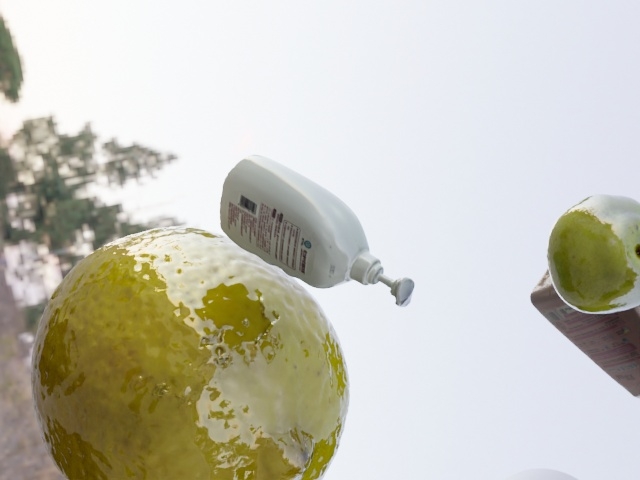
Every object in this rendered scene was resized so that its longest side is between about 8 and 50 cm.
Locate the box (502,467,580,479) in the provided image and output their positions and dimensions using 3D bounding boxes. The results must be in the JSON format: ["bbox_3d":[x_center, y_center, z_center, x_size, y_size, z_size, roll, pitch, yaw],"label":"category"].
[{"bbox_3d":[0.284,0.367,1.211,0.349,0.141,0.289,43,11,17],"label":"box"}]

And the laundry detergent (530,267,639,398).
[{"bbox_3d":[0.341,0.100,1.272,0.237,0.076,0.171,43,-25,-4],"label":"laundry detergent"}]

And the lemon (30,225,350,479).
[{"bbox_3d":[-0.105,0.113,1.008,0.267,0.267,0.267,168,-90,-74],"label":"lemon"}]

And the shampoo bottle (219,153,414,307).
[{"bbox_3d":[0.000,0.000,0.871,0.152,0.045,0.077,31,-45,27],"label":"shampoo bottle"}]

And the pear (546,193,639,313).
[{"bbox_3d":[0.197,0.010,0.883,0.097,0.092,0.092,-23,-102,57],"label":"pear"}]
